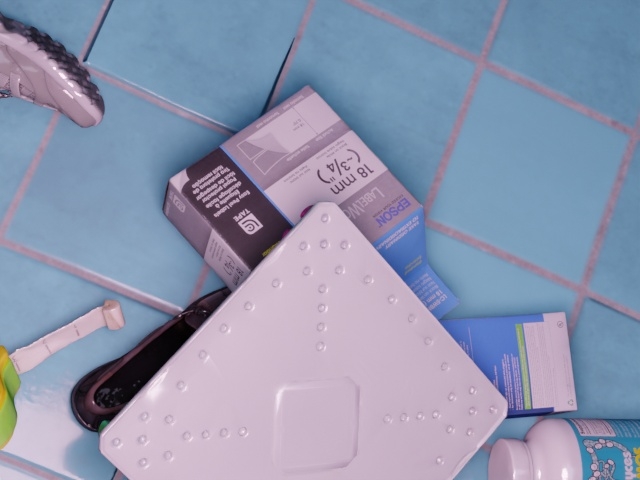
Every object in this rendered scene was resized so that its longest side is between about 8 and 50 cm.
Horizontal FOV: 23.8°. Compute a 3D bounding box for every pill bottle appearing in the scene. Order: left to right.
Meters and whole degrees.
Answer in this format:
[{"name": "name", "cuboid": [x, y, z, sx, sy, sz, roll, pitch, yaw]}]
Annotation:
[{"name": "pill bottle", "cuboid": [0.357, 0.304, 1.976, 0.264, 0.146, 0.146, 2, 79, -14]}]

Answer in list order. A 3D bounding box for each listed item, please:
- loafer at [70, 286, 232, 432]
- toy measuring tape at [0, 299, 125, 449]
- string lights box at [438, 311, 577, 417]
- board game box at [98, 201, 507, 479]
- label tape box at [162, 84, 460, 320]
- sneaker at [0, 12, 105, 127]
[{"name": "loafer", "cuboid": [-0.169, 0.144, 1.897, 0.302, 0.095, 0.109, -31, 88, -18]}, {"name": "toy measuring tape", "cuboid": [-0.367, 0.182, 1.825, 0.330, 0.121, 0.121, -27, 87, -17]}, {"name": "string lights box", "cuboid": [0.197, 0.170, 1.996, 0.260, 0.077, 0.133, -2, 80, -15]}, {"name": "board game box", "cuboid": [-0.013, 0.215, 1.817, 0.390, 0.050, 0.390, -47, 115, -12]}, {"name": "label tape box", "cuboid": [0.000, 0.000, 1.914, 0.240, 0.106, 0.333, -37, 77, -25]}, {"name": "sneaker", "cuboid": [-0.402, -0.220, 1.923, 0.281, 0.105, 0.115, 35, 103, -8]}]
